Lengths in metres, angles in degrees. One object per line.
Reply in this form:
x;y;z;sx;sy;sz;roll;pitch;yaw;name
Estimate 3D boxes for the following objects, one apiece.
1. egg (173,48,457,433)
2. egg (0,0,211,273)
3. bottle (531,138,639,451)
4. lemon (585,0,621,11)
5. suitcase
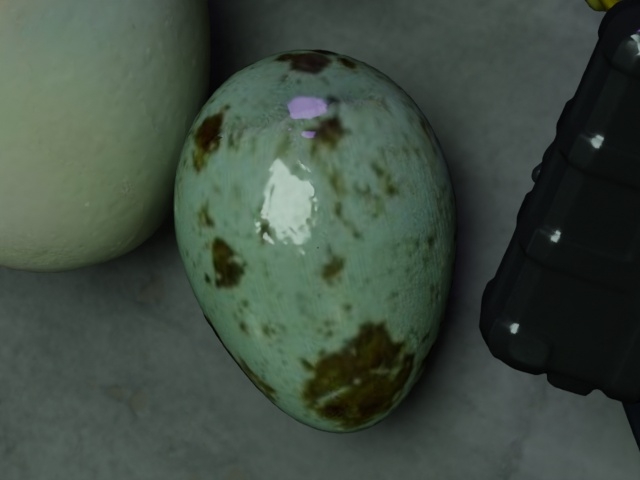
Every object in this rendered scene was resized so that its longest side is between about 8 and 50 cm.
0.000;0.000;1.127;0.169;0.169;0.231;-14;82;20;egg
-0.145;-0.107;1.175;0.174;0.264;0.286;29;99;9;egg
0.195;0.044;1.089;0.082;0.072;0.244;-33;68;37;bottle
0.271;-0.193;1.020;0.288;0.233;0.233;-18;74;17;lemon
0.245;0.010;0.978;0.286;0.066;0.206;17;112;-9;suitcase
